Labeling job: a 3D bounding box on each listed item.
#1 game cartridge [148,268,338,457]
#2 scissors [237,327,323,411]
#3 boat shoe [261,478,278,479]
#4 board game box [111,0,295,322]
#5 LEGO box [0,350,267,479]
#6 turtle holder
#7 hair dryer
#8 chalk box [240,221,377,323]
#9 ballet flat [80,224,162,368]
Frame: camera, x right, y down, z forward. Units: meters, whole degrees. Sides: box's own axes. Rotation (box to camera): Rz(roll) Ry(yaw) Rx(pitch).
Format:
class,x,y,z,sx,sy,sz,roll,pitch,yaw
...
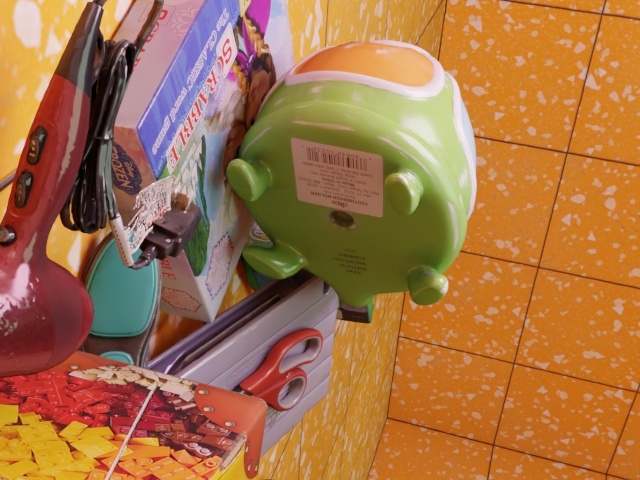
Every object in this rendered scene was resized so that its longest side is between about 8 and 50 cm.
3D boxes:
class,x,y,z,sx,sy,sz,roll,pitch,yaw
game cartridge,-0.104,0.180,0.944,0.355,0.068,0.230,-33,142,-46
scissors,-0.089,0.165,0.884,0.297,0.021,0.109,-9,121,-56
boat shoe,-0.099,0.506,1.408,0.277,0.098,0.096,-16,117,-78
board game box,-0.108,-0.129,0.818,0.318,0.066,0.318,82,23,-57
LEGO box,-0.211,0.376,0.545,0.372,0.193,0.500,-39,139,-71
turtle holder,0.063,-0.061,0.858,0.320,0.243,0.227,50,47,-34
hair dryer,-0.189,-0.017,0.513,0.293,0.080,0.223,-54,148,-42
chalk box,0.000,0.000,1.145,0.179,0.180,0.288,80,22,-62
ballet flat,-0.181,0.086,0.723,0.074,0.074,0.203,-7,103,-77
